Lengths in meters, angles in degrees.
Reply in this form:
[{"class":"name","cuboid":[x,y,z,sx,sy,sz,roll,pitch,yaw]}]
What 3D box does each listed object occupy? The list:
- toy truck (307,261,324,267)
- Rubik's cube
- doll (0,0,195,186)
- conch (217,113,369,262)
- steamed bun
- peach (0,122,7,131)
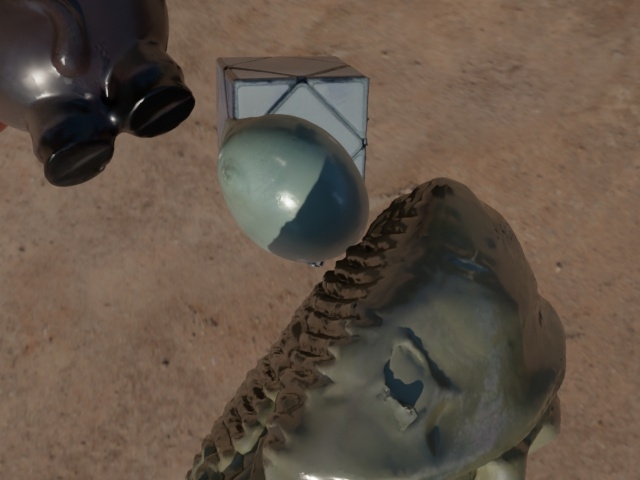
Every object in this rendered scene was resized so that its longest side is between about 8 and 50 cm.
[{"class":"toy truck","cuboid":[0.000,0.000,1.478,0.039,0.044,0.083,26,109,8]},{"class":"Rubik's cube","cuboid":[-0.049,-0.169,1.555,0.207,0.205,0.205,-2,110,-12]},{"class":"doll","cuboid":[-0.173,-0.163,0.629,0.182,0.117,0.257,-31,66,-4]},{"class":"conch","cuboid":[-0.037,-0.054,1.011,0.121,0.221,0.185,-38,79,-6]},{"class":"steamed bun","cuboid":[0.064,0.136,0.797,0.219,0.310,0.324,35,55,-7]},{"class":"peach","cuboid":[-0.563,-0.287,1.394,0.370,0.370,0.370,-3,107,-9]}]
